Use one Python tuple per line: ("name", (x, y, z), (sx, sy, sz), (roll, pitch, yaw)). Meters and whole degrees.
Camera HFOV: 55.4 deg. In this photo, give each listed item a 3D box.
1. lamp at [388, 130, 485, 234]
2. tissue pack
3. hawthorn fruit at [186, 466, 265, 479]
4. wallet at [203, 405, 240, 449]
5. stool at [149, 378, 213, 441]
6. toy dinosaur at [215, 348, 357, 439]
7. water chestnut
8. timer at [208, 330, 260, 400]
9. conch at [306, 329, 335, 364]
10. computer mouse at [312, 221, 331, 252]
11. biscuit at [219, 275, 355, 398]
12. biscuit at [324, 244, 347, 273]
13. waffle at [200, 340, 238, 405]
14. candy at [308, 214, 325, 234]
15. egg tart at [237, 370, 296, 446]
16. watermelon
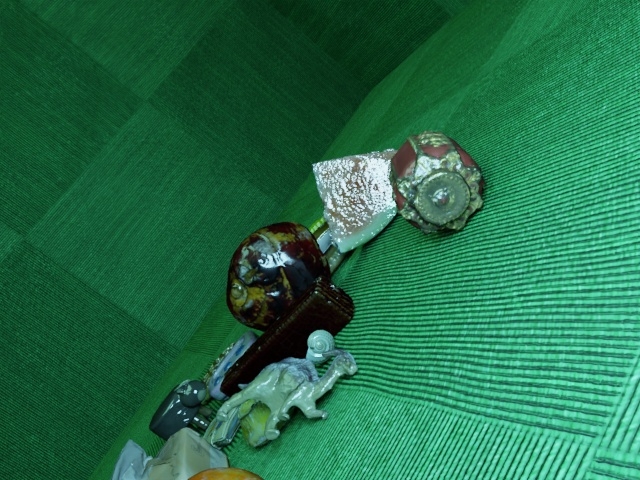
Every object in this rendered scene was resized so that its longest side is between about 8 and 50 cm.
("lamp", (0.220, -0.116, 1.178), (0.177, 0.177, 0.274), (-49, 9, 16))
("tissue pack", (-0.307, 0.502, 1.173), (0.239, 0.238, 0.305), (-53, 11, -5))
("hawthorn fruit", (-0.148, 0.423, 0.907), (0.173, 0.172, 0.173), (-49, 11, 13))
("wallet", (-0.244, 0.467, 1.515), (0.155, 0.039, 0.110), (-41, 14, 48))
("stool", (-0.388, 0.498, 1.741), (0.228, 0.139, 0.153), (-41, 16, 49))
("toy dinosaur", (-0.063, 0.282, 1.141), (0.293, 0.077, 0.162), (-8, 32, 26))
("water chestnut", (-0.099, 0.094, 1.504), (0.289, 0.289, 0.244), (-51, 12, 6))
("timer", (-0.244, 0.364, 1.773), (0.209, 0.069, 0.191), (-54, 11, -4))
("conch", (0.001, 0.223, 1.254), (0.076, 0.056, 0.085), (-68, -20, -5))
("computer mouse", (0.000, 0.000, 1.779), (0.245, 0.056, 0.126), (-49, 10, -1))
("biscuit", (-0.080, 0.241, 1.385), (0.388, 0.107, 0.073), (-47, 12, 23))
("biscuit", (-0.029, 0.124, 1.717), (0.325, 0.044, 0.217), (-52, 8, -14))
("waffle", (-0.334, 0.428, 1.976), (0.223, 0.054, 0.204), (-45, 12, 35))
("candy", (0.038, -0.052, 1.898), (0.209, 0.096, 0.097), (-49, 11, -2))
("egg tart", (-0.116, 0.344, 1.286), (0.197, 0.078, 0.197), (-52, 10, 13))
("watermelon", (0.112, -0.127, 1.556), (0.193, 0.231, 0.310), (-7, -53, -55))
